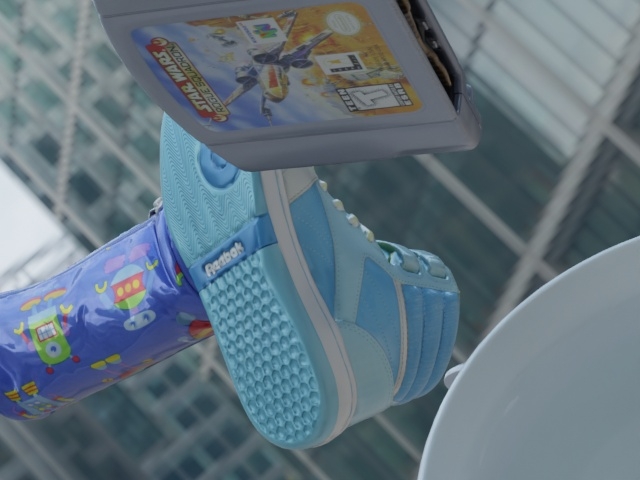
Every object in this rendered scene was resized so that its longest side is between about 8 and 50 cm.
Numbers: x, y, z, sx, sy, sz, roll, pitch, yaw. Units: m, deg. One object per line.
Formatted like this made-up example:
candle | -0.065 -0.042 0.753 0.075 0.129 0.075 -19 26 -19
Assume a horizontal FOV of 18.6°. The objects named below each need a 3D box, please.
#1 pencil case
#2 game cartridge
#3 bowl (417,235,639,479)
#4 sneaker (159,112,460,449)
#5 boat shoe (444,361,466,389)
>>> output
pencil case | -0.192 0.062 1.795 0.306 0.133 0.119 -27 1 33
game cartridge | -0.026 -0.130 1.265 0.198 0.062 0.297 -9 -28 17
bowl | 0.196 0.139 0.839 0.298 0.298 0.134 -39 -40 -19
sneaker | 0.000 0.000 1.568 0.208 0.319 0.127 -9 -10 -44
boat shoe | 0.155 0.109 1.699 0.100 0.035 0.035 -19 30 32
